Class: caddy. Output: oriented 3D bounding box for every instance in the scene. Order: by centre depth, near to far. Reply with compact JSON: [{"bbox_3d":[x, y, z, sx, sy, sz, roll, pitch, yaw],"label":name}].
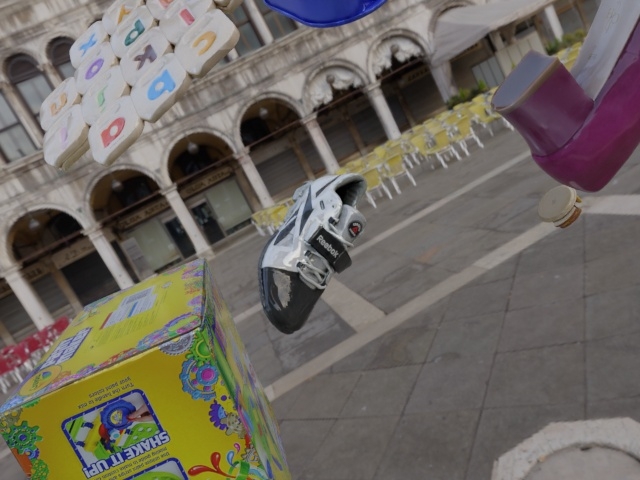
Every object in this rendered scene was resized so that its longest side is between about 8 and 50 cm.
[{"bbox_3d":[0.005,-0.571,1.009,0.241,0.179,0.341,-42,55,-10],"label":"caddy"}]

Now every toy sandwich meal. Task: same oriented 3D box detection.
[{"bbox_3d":[0.432,-0.061,0.871,0.085,0.029,0.086,-48,23,29],"label":"toy sandwich meal"}]

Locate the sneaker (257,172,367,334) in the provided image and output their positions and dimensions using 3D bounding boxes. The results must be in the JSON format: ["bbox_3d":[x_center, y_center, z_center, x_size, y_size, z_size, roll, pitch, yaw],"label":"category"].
[{"bbox_3d":[0.000,0.000,0.824,0.146,0.122,0.331,-16,44,38],"label":"sneaker"}]

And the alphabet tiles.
[{"bbox_3d":[-0.184,-0.200,0.501,0.284,0.021,0.278,-41,49,6],"label":"alphabet tiles"}]

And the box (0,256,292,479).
[{"bbox_3d":[-0.157,0.202,0.548,0.177,0.279,0.290,-23,13,-8],"label":"box"}]

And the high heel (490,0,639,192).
[{"bbox_3d":[0.371,-0.224,0.503,0.377,0.181,0.127,-44,26,27],"label":"high heel"}]
